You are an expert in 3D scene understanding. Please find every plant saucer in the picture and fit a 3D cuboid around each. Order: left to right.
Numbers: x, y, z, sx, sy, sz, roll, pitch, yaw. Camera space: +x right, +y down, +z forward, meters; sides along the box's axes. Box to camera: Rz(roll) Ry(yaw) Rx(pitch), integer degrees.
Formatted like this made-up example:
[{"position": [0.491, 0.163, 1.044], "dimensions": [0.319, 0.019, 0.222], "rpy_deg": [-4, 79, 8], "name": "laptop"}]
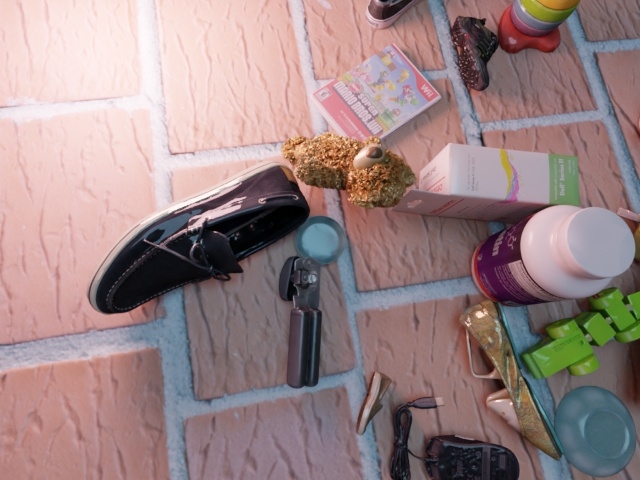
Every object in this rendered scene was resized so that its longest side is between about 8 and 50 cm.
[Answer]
[{"position": [0.000, 0.000, 0.980], "dimensions": [0.120, 0.021, 0.119], "rpy_deg": [1, 76, -4], "name": "plant saucer"}, {"position": [0.627, 0.428, 0.925], "dimensions": [0.195, 0.037, 0.194], "rpy_deg": [1, 77, -4], "name": "plant saucer"}]

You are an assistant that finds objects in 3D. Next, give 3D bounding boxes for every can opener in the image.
[{"position": [-0.047, 0.175, 0.919], "dimensions": [0.076, 0.095, 0.282], "rpy_deg": [11, 79, -42], "name": "can opener"}]

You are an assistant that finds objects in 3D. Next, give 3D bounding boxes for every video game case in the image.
[{"position": [0.145, -0.371, 1.081], "dimensions": [0.285, 0.025, 0.204], "rpy_deg": [-36, 82, -12], "name": "video game case"}]

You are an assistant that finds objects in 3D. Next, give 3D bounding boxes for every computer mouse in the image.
[{"position": [0.278, 0.428, 0.886], "dimensions": [0.263, 0.060, 0.183], "rpy_deg": [-2, 81, 7], "name": "computer mouse"}]

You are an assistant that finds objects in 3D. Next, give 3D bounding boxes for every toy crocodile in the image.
[{"position": [0.615, 0.208, 0.952], "dimensions": [0.341, 0.105, 0.115], "rpy_deg": [-30, 81, -6], "name": "toy crocodile"}]

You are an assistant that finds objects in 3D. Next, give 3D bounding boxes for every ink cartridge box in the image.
[{"position": [0.355, -0.124, 0.944], "dimensions": [0.354, 0.207, 0.119], "rpy_deg": [5, 81, -4], "name": "ink cartridge box"}]

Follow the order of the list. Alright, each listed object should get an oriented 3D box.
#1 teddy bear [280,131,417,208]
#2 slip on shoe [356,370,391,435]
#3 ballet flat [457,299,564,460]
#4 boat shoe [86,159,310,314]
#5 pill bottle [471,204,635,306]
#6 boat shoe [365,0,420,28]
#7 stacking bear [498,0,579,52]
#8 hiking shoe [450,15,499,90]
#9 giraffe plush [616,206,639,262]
[{"position": [0.050, -0.182, 0.902], "dimensions": [0.246, 0.338, 0.112], "rpy_deg": [0, 117, -18], "name": "teddy bear"}, {"position": [0.115, 0.354, 0.893], "dimensions": [0.041, 0.051, 0.135], "rpy_deg": [21, 68, 3], "name": "slip on shoe"}, {"position": [0.401, 0.305, 0.906], "dimensions": [0.123, 0.123, 0.348], "rpy_deg": [-18, 79, -9], "name": "ballet flat"}, {"position": [-0.239, 0.008, 0.870], "dimensions": [0.501, 0.186, 0.156], "rpy_deg": [-33, 61, -16], "name": "boat shoe"}, {"position": [0.461, 0.037, 0.856], "dimensions": [0.182, 0.323, 0.181], "rpy_deg": [1, 76, -5], "name": "pill bottle"}, {"position": [0.238, -0.717, 1.130], "dimensions": [0.306, 0.105, 0.113], "rpy_deg": [-43, 84, -13], "name": "boat shoe"}, {"position": [0.599, -0.641, 1.048], "dimensions": [0.176, 0.289, 0.164], "rpy_deg": [-4, 77, -6], "name": "stacking bear"}, {"position": [0.432, -0.509, 1.107], "dimensions": [0.114, 0.086, 0.226], "rpy_deg": [-9, 77, -4], "name": "hiking shoe"}, {"position": [0.878, -0.026, 1.011], "dimensions": [0.171, 0.181, 0.210], "rpy_deg": [-3, 42, -16], "name": "giraffe plush"}]
